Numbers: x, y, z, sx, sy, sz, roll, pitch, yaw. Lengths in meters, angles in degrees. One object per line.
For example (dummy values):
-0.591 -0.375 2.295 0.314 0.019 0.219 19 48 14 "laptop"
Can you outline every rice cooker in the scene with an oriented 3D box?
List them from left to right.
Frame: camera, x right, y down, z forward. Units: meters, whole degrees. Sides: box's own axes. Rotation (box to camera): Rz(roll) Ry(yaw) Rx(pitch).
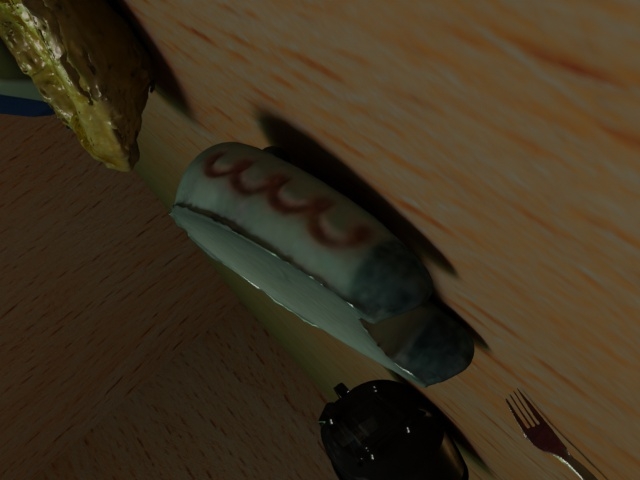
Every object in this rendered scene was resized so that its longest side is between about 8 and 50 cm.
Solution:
0.068 0.201 0.858 0.165 0.112 0.106 33 156 55 "rice cooker"

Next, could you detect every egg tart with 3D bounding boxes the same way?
-0.225 -0.185 0.770 0.279 0.095 0.279 49 167 16 "egg tart"

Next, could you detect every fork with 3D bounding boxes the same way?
0.139 0.124 0.466 0.115 0.016 0.012 45 162 19 "fork"

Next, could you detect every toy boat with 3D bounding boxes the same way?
0.000 0.000 0.513 0.207 0.079 0.134 28 167 41 "toy boat"

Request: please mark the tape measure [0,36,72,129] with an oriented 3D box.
-0.362 -0.219 0.883 0.215 0.097 0.351 65 -167 2 "tape measure"
